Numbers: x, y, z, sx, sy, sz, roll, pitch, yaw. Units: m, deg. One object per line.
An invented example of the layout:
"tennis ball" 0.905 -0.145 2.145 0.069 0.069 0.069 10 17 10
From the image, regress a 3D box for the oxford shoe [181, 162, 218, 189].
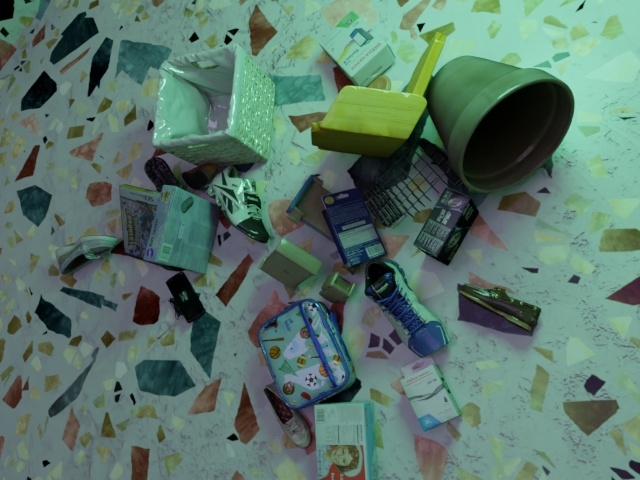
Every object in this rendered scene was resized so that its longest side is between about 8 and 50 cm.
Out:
"oxford shoe" -0.430 -0.234 1.874 0.212 0.076 0.076 -2 37 51

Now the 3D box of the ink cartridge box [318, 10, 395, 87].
"ink cartridge box" 0.119 -0.619 1.702 0.154 0.093 0.212 -40 62 11

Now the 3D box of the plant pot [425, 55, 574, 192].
"plant pot" 0.422 -0.329 1.348 0.323 0.323 0.280 -42 48 11

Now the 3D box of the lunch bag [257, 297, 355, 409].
"lunch bag" -0.040 0.326 1.547 0.243 0.115 0.303 -31 68 14

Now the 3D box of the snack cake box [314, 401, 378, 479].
"snack cake box" 0.073 0.586 1.442 0.152 0.089 0.264 -8 75 22

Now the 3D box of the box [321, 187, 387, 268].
"box" 0.094 -0.039 1.544 0.036 0.137 0.225 -40 69 62

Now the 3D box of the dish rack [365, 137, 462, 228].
"dish rack" 0.259 -0.158 1.511 0.271 0.074 0.208 -45 39 16

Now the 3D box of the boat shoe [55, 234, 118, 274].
"boat shoe" -0.907 0.052 2.025 0.321 0.118 0.103 -16 77 25

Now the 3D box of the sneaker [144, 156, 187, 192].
"sneaker" -0.540 -0.169 1.920 0.107 0.124 0.283 -26 90 -10

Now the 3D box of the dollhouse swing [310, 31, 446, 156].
"dollhouse swing" 0.150 -0.410 1.453 0.316 0.347 0.304 8 92 0

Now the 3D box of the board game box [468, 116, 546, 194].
"board game box" 0.476 -0.313 1.491 0.214 0.046 0.317 -22 69 20

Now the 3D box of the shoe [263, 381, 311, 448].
"shoe" -0.104 0.523 1.557 0.076 0.058 0.219 -42 64 11

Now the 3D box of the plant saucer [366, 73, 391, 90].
"plant saucer" 0.188 -0.500 1.690 0.084 0.013 0.083 -7 75 25

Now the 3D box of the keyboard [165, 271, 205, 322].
"keyboard" -0.483 0.207 1.836 0.100 0.038 0.192 -31 63 -10

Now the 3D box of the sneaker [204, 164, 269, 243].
"sneaker" -0.258 -0.132 1.752 0.146 0.122 0.330 -47 64 10

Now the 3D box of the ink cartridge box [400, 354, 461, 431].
"ink cartridge box" 0.286 0.404 1.400 0.104 0.060 0.180 -32 66 15

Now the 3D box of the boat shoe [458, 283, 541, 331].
"boat shoe" 0.469 0.160 1.369 0.207 0.073 0.073 28 89 21

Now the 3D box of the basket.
"basket" -0.357 -0.445 1.794 0.329 0.266 0.330 -3 77 25

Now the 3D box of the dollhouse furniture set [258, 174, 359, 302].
"dollhouse furniture set" 0.000 0.000 1.626 0.287 0.198 0.303 33 64 -9

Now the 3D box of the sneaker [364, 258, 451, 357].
"sneaker" 0.206 0.175 1.425 0.127 0.182 0.315 -39 64 14

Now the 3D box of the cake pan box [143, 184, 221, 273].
"cake pan box" -0.456 -0.025 1.752 0.070 0.246 0.266 8 83 31

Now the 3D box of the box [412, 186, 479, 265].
"box" 0.347 -0.035 1.428 0.078 0.147 0.180 31 91 28

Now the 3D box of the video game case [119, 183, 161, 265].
"video game case" -0.625 -0.051 1.889 0.249 0.035 0.274 14 112 27
